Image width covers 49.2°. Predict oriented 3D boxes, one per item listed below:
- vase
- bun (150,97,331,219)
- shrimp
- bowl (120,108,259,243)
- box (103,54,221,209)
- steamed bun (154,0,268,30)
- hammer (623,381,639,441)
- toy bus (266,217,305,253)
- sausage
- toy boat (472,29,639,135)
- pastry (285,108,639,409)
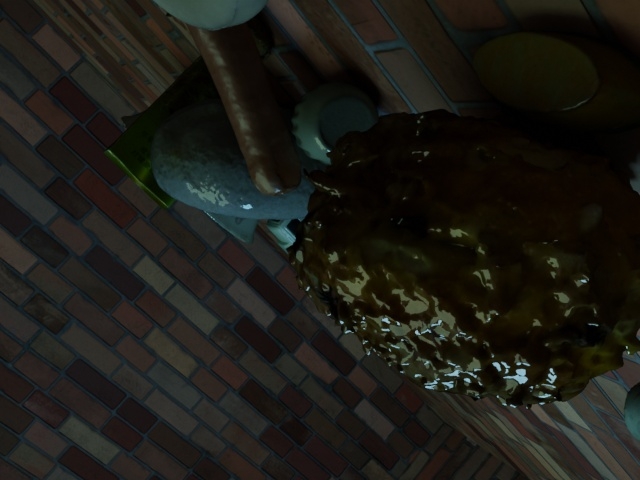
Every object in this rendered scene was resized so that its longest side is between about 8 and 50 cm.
[{"bbox_3d":[0.009,-0.188,1.125,0.128,0.128,0.248,45,178,-17],"label":"vase"},{"bbox_3d":[-0.139,-0.162,1.348,0.362,0.211,0.362,12,-169,-2],"label":"bun"},{"bbox_3d":[-0.173,-0.376,1.213,0.253,0.058,0.173,25,169,49],"label":"shrimp"},{"bbox_3d":[-0.258,-0.210,1.710,0.435,0.196,0.435,44,-177,-2],"label":"bowl"},{"bbox_3d":[-0.290,-0.235,1.491,0.173,0.311,0.043,46,156,-20],"label":"box"},{"bbox_3d":[-0.140,-0.373,0.827,0.232,0.145,0.232,32,159,14],"label":"steamed bun"},{"bbox_3d":[0.613,0.325,1.036,0.305,0.113,0.202,38,173,-7],"label":"hammer"},{"bbox_3d":[0.000,0.000,1.782,0.271,0.165,0.133,46,169,-21],"label":"toy bus"},{"bbox_3d":[-0.133,-0.264,1.093,0.094,0.094,0.419,-63,-46,-62],"label":"sausage"},{"bbox_3d":[0.224,-0.142,0.634,0.088,0.089,0.229,2,-160,-38],"label":"toy boat"},{"bbox_3d":[0.145,0.008,0.735,0.337,0.292,0.405,20,-166,7],"label":"pastry"}]
